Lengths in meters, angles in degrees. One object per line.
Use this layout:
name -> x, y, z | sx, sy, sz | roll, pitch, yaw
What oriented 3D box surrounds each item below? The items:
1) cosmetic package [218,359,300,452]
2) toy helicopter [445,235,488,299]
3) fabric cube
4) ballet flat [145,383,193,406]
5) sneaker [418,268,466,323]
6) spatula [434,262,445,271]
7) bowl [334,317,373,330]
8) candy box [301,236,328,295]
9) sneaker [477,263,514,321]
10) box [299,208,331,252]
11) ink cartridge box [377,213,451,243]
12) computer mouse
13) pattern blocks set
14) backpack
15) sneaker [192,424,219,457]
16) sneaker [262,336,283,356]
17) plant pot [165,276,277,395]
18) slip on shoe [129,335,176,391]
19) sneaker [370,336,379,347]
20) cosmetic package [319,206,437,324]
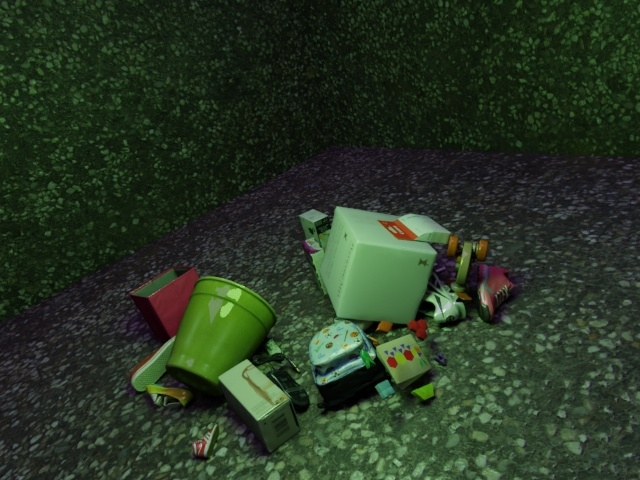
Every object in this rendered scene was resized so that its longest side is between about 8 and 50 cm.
cosmetic package -> -0.212, 0.549, 1.582 | 0.129, 0.153, 0.296 | -29, 30, -28
toy helicopter -> 0.572, 0.121, 1.878 | 0.140, 0.234, 0.355 | 9, -5, 15
fabric cube -> -0.685, 0.296, 2.192 | 0.259, 0.258, 0.254 | -37, 20, -35
ballet flat -> -0.597, 0.601, 1.802 | 0.231, 0.077, 0.077 | -3, 46, 23
sneaker -> 0.437, 0.218, 1.880 | 0.147, 0.122, 0.330 | -18, 25, -6
spatula -> 0.437, 0.151, 2.138 | 0.242, 0.019, 0.168 | -20, 21, -8
bowl -> 0.138, 0.330, 1.877 | 0.142, 0.053, 0.142 | -1, 5, 29
candy box -> -0.008, 0.121, 2.209 | 0.071, 0.233, 0.159 | -21, 27, -10
sneaker -> 0.676, 0.190, 1.805 | 0.136, 0.115, 0.313 | -1, 32, 20
box -> 0.000, 0.000, 2.383 | 0.087, 0.289, 0.169 | -26, 25, -21
ink cartridge box -> 0.369, -0.055, 1.852 | 0.233, 0.066, 0.189 | 10, 21, -24
computer mouse -> -0.123, 0.508, 1.691 | 0.262, 0.060, 0.184 | 37, 17, 30
pattern blocks set -> 0.278, 0.393, 1.547 | 0.325, 0.026, 0.285 | -1, 53, -32
backpack -> 0.074, 0.411, 1.640 | 0.277, 0.212, 0.263 | -22, 16, -4
sneaker -> -0.386, 0.669, 1.568 | 0.067, 0.042, 0.118 | -6, 30, 15
sneaker -> -0.202, 0.434, 1.908 | 0.052, 0.057, 0.135 | -31, 30, -26
plant pot -> -0.406, 0.390, 1.811 | 0.367, 0.366, 0.352 | 0, 49, 31
slip on shoe -> -0.672, 0.501, 1.997 | 0.101, 0.122, 0.331 | 7, 39, 47
sneaker -> 0.145, 0.381, 1.805 | 0.175, 0.064, 0.067 | 3, 20, 28
cosmetic package -> 0.215, 0.092, 1.910 | 0.328, 0.328, 0.393 | 9, 21, -14
